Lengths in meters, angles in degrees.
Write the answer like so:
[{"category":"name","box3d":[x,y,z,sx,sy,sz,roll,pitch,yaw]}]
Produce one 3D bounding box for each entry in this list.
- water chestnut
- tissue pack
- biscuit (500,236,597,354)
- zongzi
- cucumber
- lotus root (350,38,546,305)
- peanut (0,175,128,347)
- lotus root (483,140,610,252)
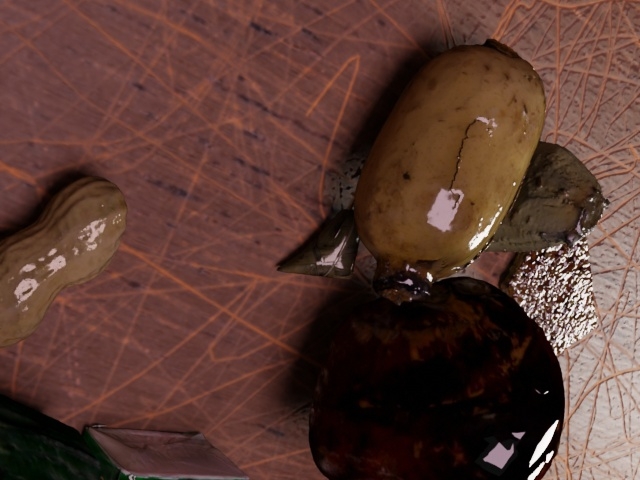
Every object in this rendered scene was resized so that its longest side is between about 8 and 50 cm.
[{"category":"water chestnut","box3d":[0.129,0.181,1.275,0.289,0.289,0.244,0,143,-35]},{"category":"tissue pack","box3d":[-0.172,0.312,1.180,0.148,0.156,0.209,11,104,-41]},{"category":"biscuit","box3d":[0.277,0.047,1.452,0.131,0.026,0.237,-32,127,-21]},{"category":"zongzi","box3d":[0.000,0.000,1.233,0.083,0.040,0.076,8,100,-19]},{"category":"cucumber","box3d":[-0.299,0.225,1.044,0.130,0.191,0.191,38,88,-39]},{"category":"lotus root","box3d":[0.127,-0.068,1.209,0.160,0.146,0.284,27,81,-22]},{"category":"peanut","box3d":[-0.242,0.022,1.041,0.187,0.082,0.082,-43,129,-10]},{"category":"lotus root","box3d":[0.244,-0.050,1.315,0.143,0.144,0.070,-48,123,-18]}]
